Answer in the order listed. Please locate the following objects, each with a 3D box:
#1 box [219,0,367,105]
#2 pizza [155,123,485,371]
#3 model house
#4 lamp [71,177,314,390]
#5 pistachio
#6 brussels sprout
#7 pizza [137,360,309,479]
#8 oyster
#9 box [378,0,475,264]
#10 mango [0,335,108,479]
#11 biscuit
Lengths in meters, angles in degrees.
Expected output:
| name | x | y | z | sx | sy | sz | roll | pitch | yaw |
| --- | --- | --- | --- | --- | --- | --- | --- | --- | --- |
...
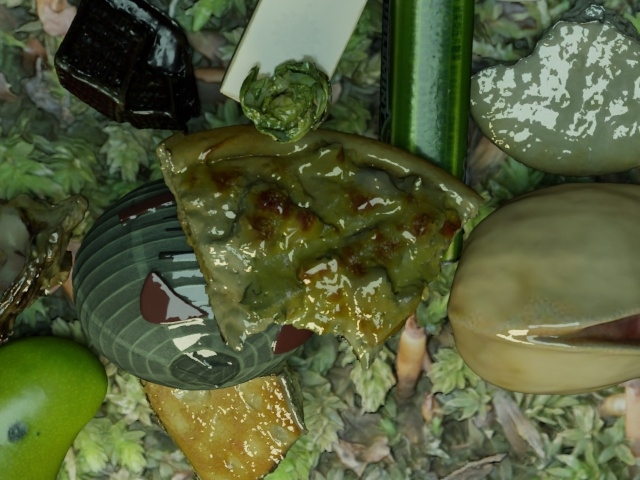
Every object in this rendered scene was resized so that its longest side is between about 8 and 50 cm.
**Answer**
| name | x | y | z | sx | sy | sz | roll | pitch | yaw |
| --- | --- | --- | --- | --- | --- | --- | --- | --- | --- |
| box | -0.017 | -0.216 | 1.312 | 0.095 | 0.212 | 0.168 | 26 | 104 | -7 |
| pizza | 0.000 | 0.000 | 1.252 | 0.324 | 0.089 | 0.223 | 9 | 75 | -13 |
| model house | -0.191 | -0.172 | 1.359 | 0.165 | 0.152 | 0.106 | 29 | 109 | -6 |
| lamp | -0.116 | 0.046 | 1.370 | 0.265 | 0.233 | 0.233 | 1 | 106 | -14 |
| pistachio | 0.269 | 0.052 | 1.381 | 0.309 | 0.230 | 0.229 | -3 | 106 | -15 |
| brussels sprout | -0.027 | -0.123 | 1.204 | 0.085 | 0.058 | 0.085 | -3 | 75 | 11 |
| pizza | -0.086 | 0.200 | 1.503 | 0.188 | 0.080 | 0.204 | -8 | 117 | 26 |
| oyster | -0.384 | 0.063 | 1.426 | 0.361 | 0.221 | 0.096 | -45 | 138 | 2 |
| box | 0.101 | -0.157 | 1.371 | 0.097 | 0.134 | 0.345 | 1 | 106 | -3 |
| mango | -0.355 | 0.224 | 1.473 | 0.175 | 0.143 | 0.293 | 40 | 92 | -10 |
| biscuit | 0.279 | -0.157 | 1.421 | 0.266 | 0.040 | 0.188 | -1 | 108 | 0 |
